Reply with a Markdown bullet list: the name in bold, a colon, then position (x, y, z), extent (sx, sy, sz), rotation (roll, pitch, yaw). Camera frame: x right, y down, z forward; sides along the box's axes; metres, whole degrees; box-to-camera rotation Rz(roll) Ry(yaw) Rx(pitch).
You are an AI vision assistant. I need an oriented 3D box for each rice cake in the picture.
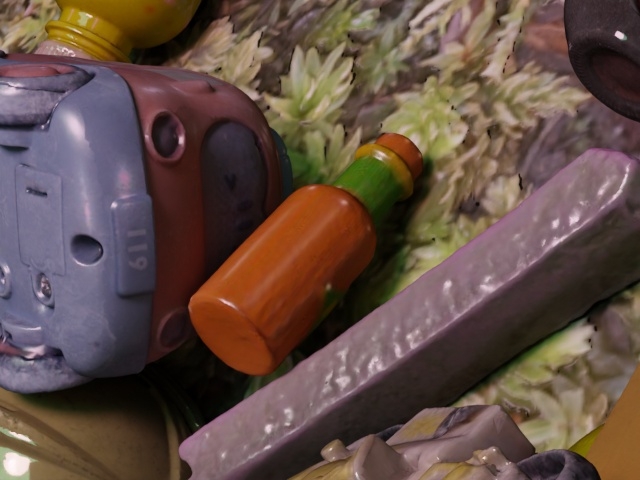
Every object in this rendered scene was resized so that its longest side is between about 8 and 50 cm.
- **rice cake**: position (0.055, 0.064, 0.976), extent (0.365, 0.073, 0.056), rotation (-37, 47, 21)

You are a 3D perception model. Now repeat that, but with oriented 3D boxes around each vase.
- **vase**: position (0.219, -0.153, 0.947), extent (0.120, 0.120, 0.183), rotation (21, 64, 47)

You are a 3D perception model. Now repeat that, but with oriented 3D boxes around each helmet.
- **helmet**: position (-0.198, 0.146, 1.093), extent (0.257, 0.137, 0.204), rotation (23, 80, 47)

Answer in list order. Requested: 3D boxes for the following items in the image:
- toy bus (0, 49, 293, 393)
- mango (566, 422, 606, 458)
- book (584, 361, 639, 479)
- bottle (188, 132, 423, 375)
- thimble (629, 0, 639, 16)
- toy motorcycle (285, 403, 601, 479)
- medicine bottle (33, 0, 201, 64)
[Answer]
- **toy bus**: position (-0.146, -0.033, 1.111), extent (0.294, 0.232, 0.197), rotation (15, 111, 50)
- **mango**: position (0.144, 0.151, 0.821), extent (0.163, 0.089, 0.117), rotation (-39, 40, 16)
- **book**: position (0.310, -0.015, 0.760), extent (0.269, 0.032, 0.389), rotation (9, 55, 46)
- **bottle**: position (0.000, 0.000, 1.035), extent (0.069, 0.069, 0.187), rotation (9, 47, 44)
- **thimble**: position (0.262, -0.129, 0.776), extent (0.237, 0.150, 0.237), rotation (-24, 34, 17)
- **toy motorcycle**: position (0.007, 0.165, 0.809), extent (0.223, 0.108, 0.341), rotation (-38, 5, -15)
- **medicine bottle**: position (-0.153, -0.197, 1.289), extent (0.122, 0.122, 0.212), rotation (14, 74, 46)
